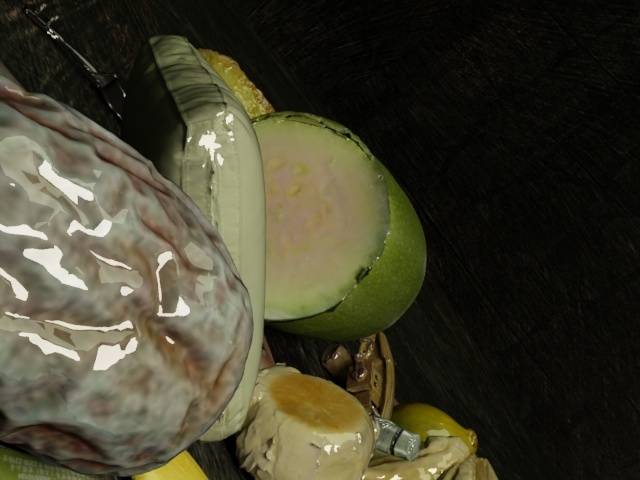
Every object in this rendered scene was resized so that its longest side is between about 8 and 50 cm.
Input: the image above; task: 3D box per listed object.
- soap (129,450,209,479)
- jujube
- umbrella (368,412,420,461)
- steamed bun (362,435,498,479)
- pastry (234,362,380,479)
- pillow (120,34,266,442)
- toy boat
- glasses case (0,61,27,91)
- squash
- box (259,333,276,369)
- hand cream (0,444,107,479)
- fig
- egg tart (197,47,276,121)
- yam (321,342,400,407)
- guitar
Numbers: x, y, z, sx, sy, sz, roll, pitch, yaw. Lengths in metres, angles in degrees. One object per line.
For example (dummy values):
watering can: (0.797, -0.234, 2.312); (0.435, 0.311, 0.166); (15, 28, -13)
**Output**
soap: (-0.101, 0.228, 0.735); (0.168, 0.033, 0.089); (53, 17, 0)
jujube: (-0.187, 0.023, 0.573); (0.317, 0.226, 0.226); (37, 19, -38)
umbrella: (0.025, 0.210, 1.023); (0.188, 0.046, 0.050); (15, -14, 32)
steamed bun: (0.115, 0.326, 1.052); (0.428, 0.189, 0.247); (-30, 108, -78)
pastry: (-0.018, 0.199, 0.929); (0.166, 0.088, 0.166); (19, 17, -6)
pillow: (-0.118, -0.007, 0.827); (0.255, 0.119, 0.322); (-124, -150, -57)
toy boat: (0.071, 0.216, 1.295); (0.072, 0.064, 0.206); (53, 30, -32)
glasses case: (-0.304, -0.113, 0.879); (0.299, 0.060, 0.114); (50, 9, -15)
squash: (0.000, 0.000, 1.192); (0.263, 0.263, 0.384); (56, 6, 15)
box: (-0.085, 0.132, 1.122); (0.048, 0.025, 0.115); (45, 13, -43)
hand cream: (-0.147, 0.199, 0.617); (0.235, 0.055, 0.086); (31, 22, -38)
fig: (0.154, 0.310, 1.339); (0.153, 0.121, 0.136); (18, 36, -31)
egg tart: (-0.162, -0.212, 1.628); (0.294, 0.123, 0.294); (49, 16, -19)
yam: (0.087, 0.248, 1.404); (0.241, 0.057, 0.057); (48, 12, -23)
guitar: (-0.316, -0.237, 1.273); (0.271, 0.038, 0.084); (50, 10, -17)
